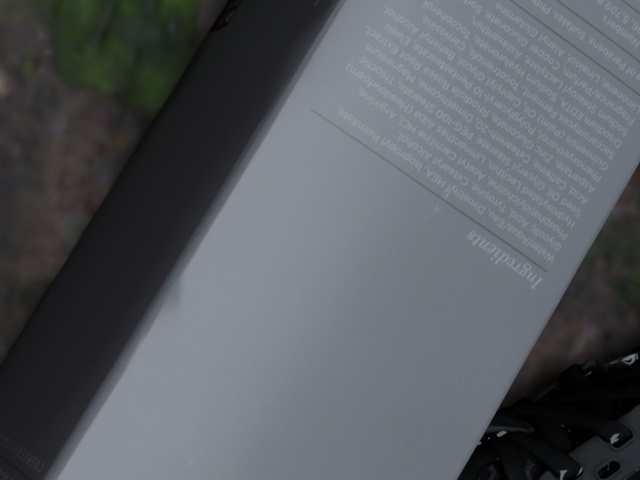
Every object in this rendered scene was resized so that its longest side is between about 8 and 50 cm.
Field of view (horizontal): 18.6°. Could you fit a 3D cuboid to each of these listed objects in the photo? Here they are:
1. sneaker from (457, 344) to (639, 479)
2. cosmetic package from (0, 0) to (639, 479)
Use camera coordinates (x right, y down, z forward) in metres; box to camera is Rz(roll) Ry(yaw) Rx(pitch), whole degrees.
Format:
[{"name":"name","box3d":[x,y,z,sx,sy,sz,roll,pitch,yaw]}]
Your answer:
[{"name":"sneaker","box3d":[0.088,0.082,0.582,0.146,0.102,0.293,35,81,-16]},{"name":"cosmetic package","box3d":[0.000,0.000,0.538,0.107,0.127,0.238,36,79,-17]}]
